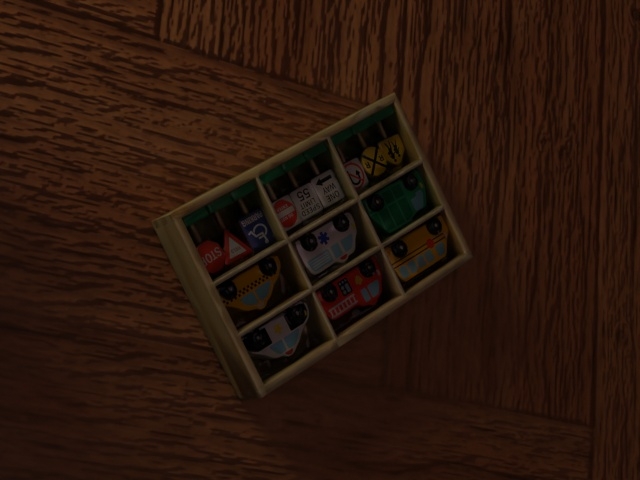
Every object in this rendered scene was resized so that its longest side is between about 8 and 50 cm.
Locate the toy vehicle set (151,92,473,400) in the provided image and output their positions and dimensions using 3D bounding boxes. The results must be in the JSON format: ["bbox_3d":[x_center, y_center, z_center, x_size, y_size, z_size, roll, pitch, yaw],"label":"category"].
[{"bbox_3d":[0.000,0.000,1.330,0.267,0.035,0.166,-31,98,-35],"label":"toy vehicle set"}]
